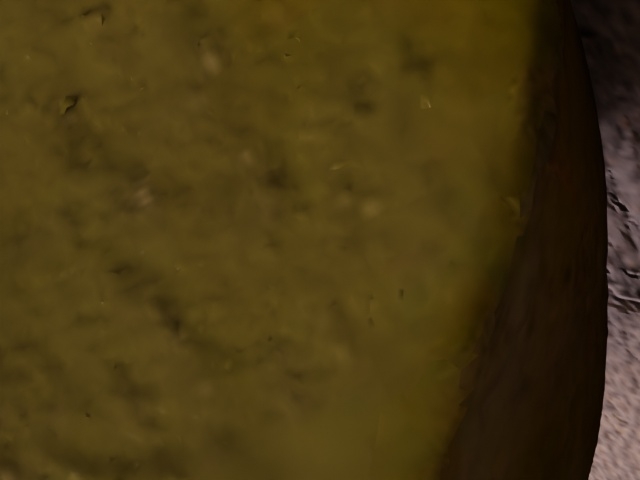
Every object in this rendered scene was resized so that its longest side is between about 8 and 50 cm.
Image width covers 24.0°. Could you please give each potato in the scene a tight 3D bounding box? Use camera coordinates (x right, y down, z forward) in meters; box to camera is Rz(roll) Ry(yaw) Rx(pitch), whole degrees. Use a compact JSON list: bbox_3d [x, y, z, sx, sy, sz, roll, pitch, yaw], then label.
[{"bbox_3d":[0.000,0.000,0.468,0.330,0.213,0.280,63,-170,18],"label":"potato"}]
